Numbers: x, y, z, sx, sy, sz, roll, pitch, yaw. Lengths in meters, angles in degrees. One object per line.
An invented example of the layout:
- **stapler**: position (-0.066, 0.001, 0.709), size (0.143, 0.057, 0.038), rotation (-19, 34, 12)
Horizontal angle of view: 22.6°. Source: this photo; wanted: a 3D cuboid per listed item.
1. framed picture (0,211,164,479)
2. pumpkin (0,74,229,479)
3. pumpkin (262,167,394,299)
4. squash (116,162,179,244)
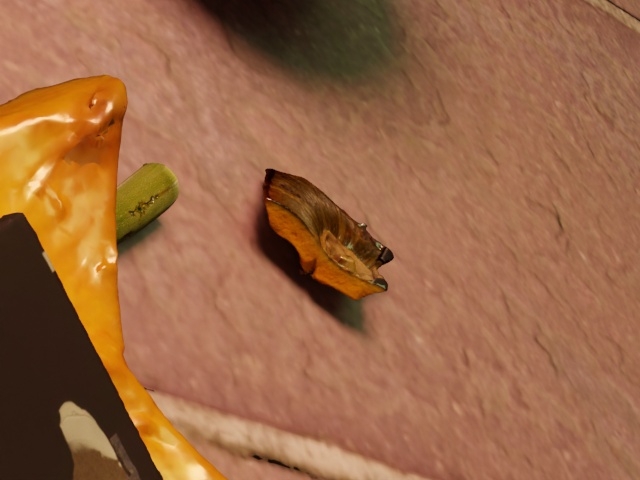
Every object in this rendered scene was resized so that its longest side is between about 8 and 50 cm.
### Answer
- **framed picture**: position (-0.130, 0.170, 0.482), size (0.324, 0.013, 0.244), rotation (-48, 120, -51)
- **pumpkin**: position (-0.151, 0.058, 0.622), size (0.290, 0.095, 0.258), rotation (-11, 72, -53)
- **pumpkin**: position (-0.001, -0.001, 0.943), size (0.101, 0.035, 0.073), rotation (39, 21, -13)
- **squash**: position (-0.103, -0.015, 0.826), size (0.027, 0.027, 0.083), rotation (50, 32, -2)
